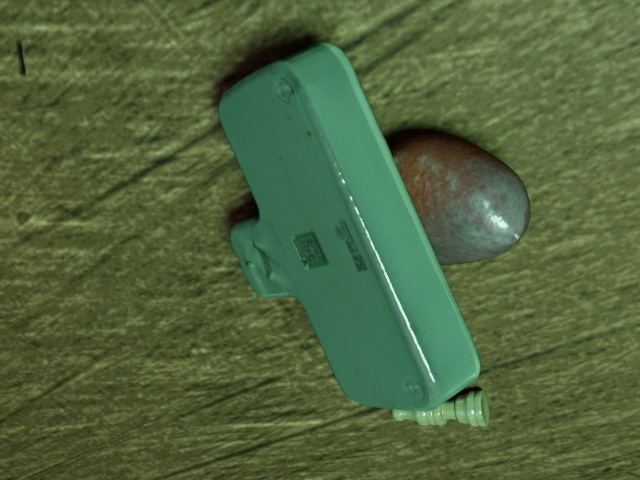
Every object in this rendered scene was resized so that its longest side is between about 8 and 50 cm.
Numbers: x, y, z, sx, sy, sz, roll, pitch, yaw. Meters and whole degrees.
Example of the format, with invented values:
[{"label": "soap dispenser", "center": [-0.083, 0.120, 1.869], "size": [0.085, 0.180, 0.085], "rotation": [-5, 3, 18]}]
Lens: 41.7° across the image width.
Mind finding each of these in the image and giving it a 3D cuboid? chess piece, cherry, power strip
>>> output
[{"label": "chess piece", "center": [0.113, 0.164, 0.810], "size": [0.092, 0.035, 0.035], "rotation": [-8, 125, 23]}, {"label": "cherry", "center": [0.097, -0.027, 0.625], "size": [0.126, 0.087, 0.106], "rotation": [13, 149, 26]}, {"label": "power strip", "center": [0.000, -0.001, 0.635], "size": [0.193, 0.059, 0.265], "rotation": [-12, 105, 57]}]
